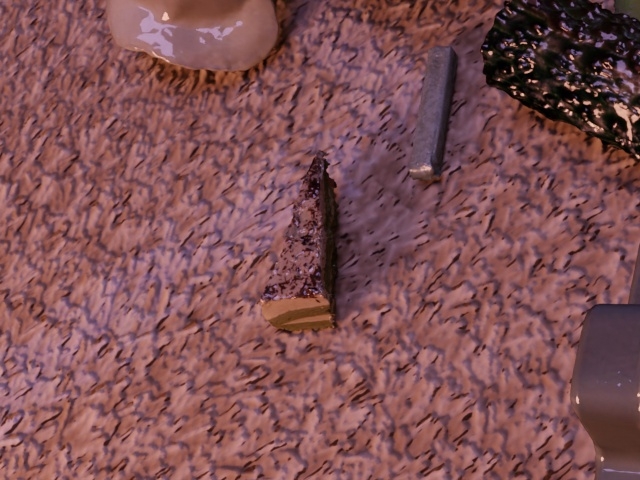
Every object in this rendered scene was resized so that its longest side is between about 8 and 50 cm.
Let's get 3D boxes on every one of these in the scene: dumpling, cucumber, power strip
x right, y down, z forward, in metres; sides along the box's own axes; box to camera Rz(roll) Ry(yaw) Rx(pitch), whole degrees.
[{"bbox_3d":[-0.114,-0.253,1.355,0.162,0.132,0.250,-14,70,6],"label":"dumpling"},{"bbox_3d":[0.271,-0.073,1.084,0.359,0.096,0.096,33,78,35],"label":"cucumber"},{"bbox_3d":[0.200,0.106,0.939,0.059,0.193,0.265,2,62,29],"label":"power strip"}]

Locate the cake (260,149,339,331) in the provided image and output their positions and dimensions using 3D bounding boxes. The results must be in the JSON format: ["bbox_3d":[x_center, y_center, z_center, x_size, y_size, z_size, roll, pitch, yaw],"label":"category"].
[{"bbox_3d":[0.000,0.000,1.188,0.055,0.051,0.140,7,63,23],"label":"cake"}]

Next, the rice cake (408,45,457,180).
[{"bbox_3d":[0.087,-0.099,1.229,0.022,0.021,0.121,-7,55,27],"label":"rice cake"}]

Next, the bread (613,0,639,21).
[{"bbox_3d":[0.326,-0.206,1.179,0.228,0.033,0.228,-12,54,18],"label":"bread"}]
